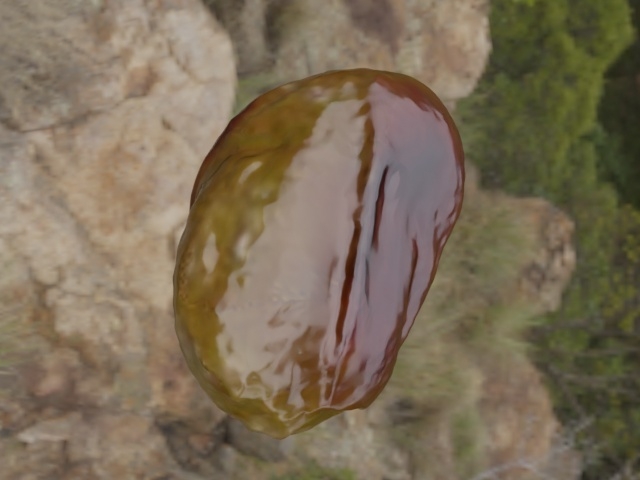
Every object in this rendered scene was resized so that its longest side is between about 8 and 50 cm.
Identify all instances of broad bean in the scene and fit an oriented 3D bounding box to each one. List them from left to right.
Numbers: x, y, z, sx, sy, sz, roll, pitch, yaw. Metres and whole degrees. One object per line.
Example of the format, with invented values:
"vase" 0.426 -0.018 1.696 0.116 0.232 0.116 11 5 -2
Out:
"broad bean" -0.001 0.001 0.841 0.228 0.122 0.156 -61 140 -26
